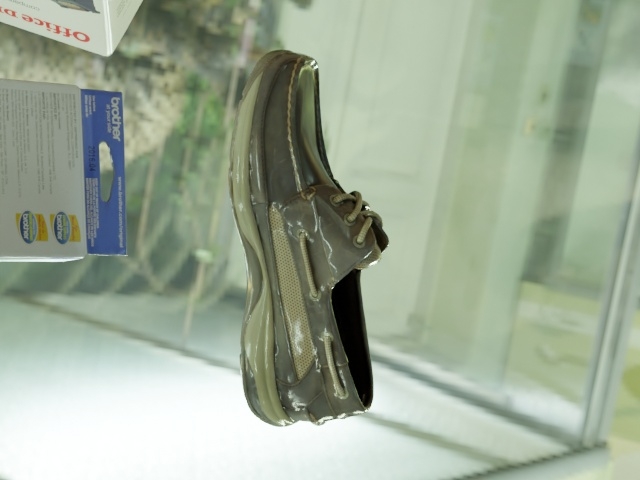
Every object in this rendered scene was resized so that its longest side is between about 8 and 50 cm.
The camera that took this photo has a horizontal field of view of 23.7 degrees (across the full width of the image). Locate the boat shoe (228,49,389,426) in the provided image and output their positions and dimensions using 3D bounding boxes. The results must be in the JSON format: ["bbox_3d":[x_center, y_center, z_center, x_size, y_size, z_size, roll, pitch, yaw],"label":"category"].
[{"bbox_3d":[0.000,0.000,1.412,0.130,0.355,0.132,2,-165,18],"label":"boat shoe"}]

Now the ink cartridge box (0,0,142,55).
[{"bbox_3d":[-0.243,-0.280,1.294,0.172,0.100,0.237,19,153,6],"label":"ink cartridge box"}]

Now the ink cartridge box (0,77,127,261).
[{"bbox_3d":[-0.345,-0.072,1.544,0.311,0.185,0.065,1,172,-34],"label":"ink cartridge box"}]
